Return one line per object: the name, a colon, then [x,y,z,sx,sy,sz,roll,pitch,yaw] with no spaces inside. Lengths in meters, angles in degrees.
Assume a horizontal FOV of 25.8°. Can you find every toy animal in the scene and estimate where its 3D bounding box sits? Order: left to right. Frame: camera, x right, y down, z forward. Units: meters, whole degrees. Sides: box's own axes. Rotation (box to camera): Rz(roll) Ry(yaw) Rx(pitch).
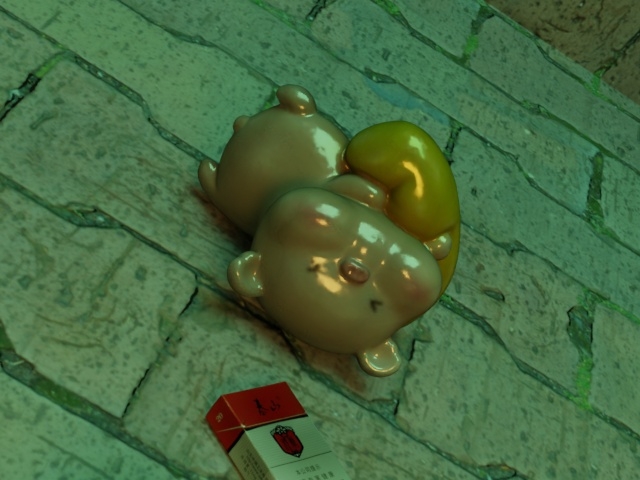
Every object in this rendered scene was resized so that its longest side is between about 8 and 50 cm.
toy animal: [0.007,-0.014,1.639,0.345,0.277,0.247,42,45,0]

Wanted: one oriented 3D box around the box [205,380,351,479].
box: [-0.040,0.225,1.470,0.100,0.048,0.152,-4,52,-49]
